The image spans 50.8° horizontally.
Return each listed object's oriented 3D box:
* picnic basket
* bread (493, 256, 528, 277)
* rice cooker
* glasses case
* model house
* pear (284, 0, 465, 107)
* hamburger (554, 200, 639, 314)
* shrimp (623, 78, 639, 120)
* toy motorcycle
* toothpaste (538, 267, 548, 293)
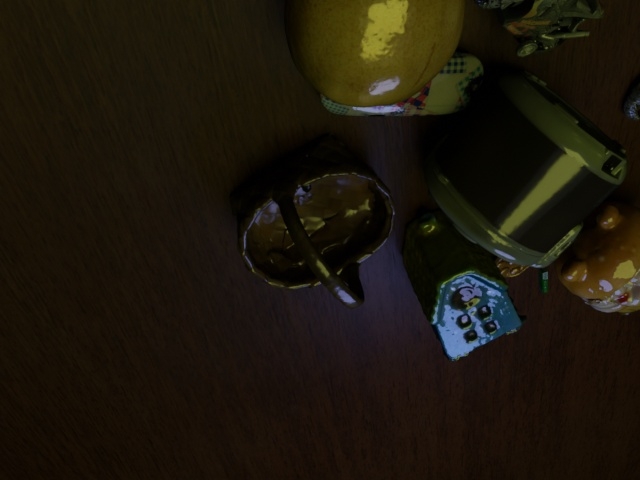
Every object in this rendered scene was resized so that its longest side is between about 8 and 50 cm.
[{"bbox_3d":[0.000,0.000,1.359,0.337,0.337,0.293,-31,130,12],"label":"picnic basket"},{"bbox_3d":[0.492,0.052,1.724,0.110,0.024,0.110,-8,132,-9],"label":"bread"},{"bbox_3d":[0.398,-0.131,1.355,0.335,0.335,0.325,23,120,-30],"label":"rice cooker"},{"bbox_3d":[0.157,-0.305,1.300,0.328,0.076,0.125,-3,128,-13],"label":"glasses case"},{"bbox_3d":[0.309,0.086,1.570,0.216,0.237,0.303,-29,129,8],"label":"model house"},{"bbox_3d":[0.082,-0.373,1.076,0.315,0.314,0.314,-7,131,-9],"label":"pear"},{"bbox_3d":[0.676,0.030,1.602,0.237,0.276,0.276,20,122,-26],"label":"hamburger"},{"bbox_3d":[0.710,-0.329,1.441,0.065,0.056,0.165,24,131,-13],"label":"shrimp"},{"bbox_3d":[0.400,-0.426,1.203,0.173,0.108,0.307,-31,156,32],"label":"toy motorcycle"},{"bbox_3d":[0.595,0.107,1.801,0.017,0.020,0.083,-19,132,-2],"label":"toothpaste"}]
